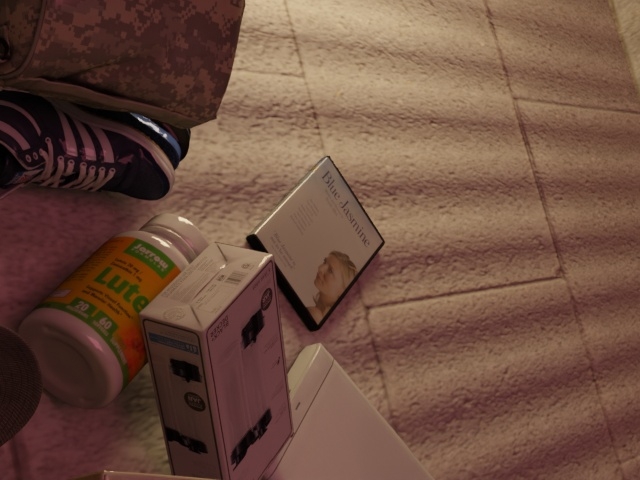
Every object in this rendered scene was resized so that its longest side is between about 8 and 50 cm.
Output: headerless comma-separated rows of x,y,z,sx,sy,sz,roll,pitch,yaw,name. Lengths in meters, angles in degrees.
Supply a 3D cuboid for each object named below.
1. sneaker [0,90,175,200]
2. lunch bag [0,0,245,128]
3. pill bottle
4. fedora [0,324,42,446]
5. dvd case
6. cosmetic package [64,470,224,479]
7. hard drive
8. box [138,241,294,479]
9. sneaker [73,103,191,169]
-0.307,-0.090,1.223,0.282,0.099,0.153,32,39,-27,sneaker
-0.245,-0.274,1.185,0.305,0.213,0.256,10,72,-45,lunch bag
-0.233,0.073,1.220,0.136,0.136,0.245,55,42,-15,pill bottle
-0.413,0.136,0.946,0.275,0.243,0.124,-32,55,-15,fedora
0.000,0.000,1.600,0.180,0.022,0.253,56,41,-14,dvd case
-0.235,0.302,0.984,0.160,0.309,0.113,19,61,-44,cosmetic package
0.048,0.353,1.479,0.353,0.047,0.233,52,43,-20,hard drive
-0.118,0.169,1.238,0.169,0.087,0.290,-50,143,-47,box
-0.265,-0.190,1.356,0.232,0.081,0.090,48,28,-21,sneaker
